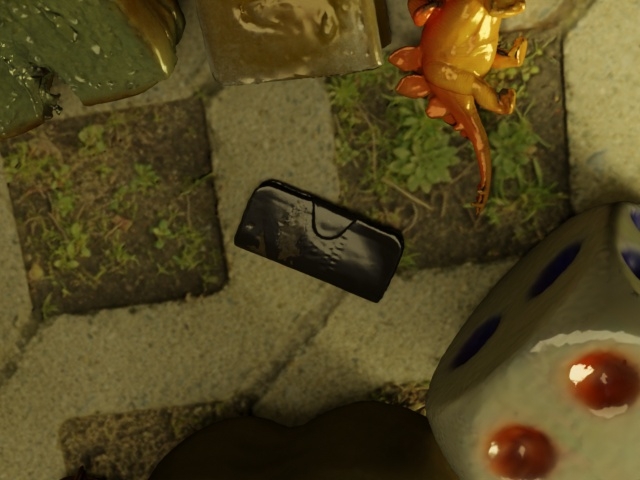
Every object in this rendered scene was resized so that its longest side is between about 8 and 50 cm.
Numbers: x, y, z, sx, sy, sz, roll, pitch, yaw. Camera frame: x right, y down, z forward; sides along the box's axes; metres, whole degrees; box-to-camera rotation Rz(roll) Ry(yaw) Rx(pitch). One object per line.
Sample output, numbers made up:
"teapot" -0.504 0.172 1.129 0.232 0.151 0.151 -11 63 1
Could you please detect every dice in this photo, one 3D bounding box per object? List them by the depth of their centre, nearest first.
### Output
"dice" 0.270 0.133 1.659 0.259 0.243 0.251 39 116 -9

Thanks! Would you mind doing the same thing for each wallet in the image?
"wallet" 0.000 0.000 1.756 0.156 0.018 0.082 23 119 -3

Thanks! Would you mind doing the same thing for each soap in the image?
"soap" -0.038 -0.269 1.584 0.160 0.080 0.257 -6 117 12

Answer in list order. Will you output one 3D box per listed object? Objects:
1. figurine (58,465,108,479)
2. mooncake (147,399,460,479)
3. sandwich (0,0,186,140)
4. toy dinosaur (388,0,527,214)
"figurine" -0.259 0.298 1.933 0.098 0.082 0.154 20 121 21
"mooncake" -0.008 0.385 1.829 0.467 0.262 0.467 5 119 9
"sandwich" -0.277 -0.209 1.615 0.273 0.095 0.249 -16 127 27
"toy dinosaur" 0.120 -0.163 1.623 0.117 0.070 0.288 12 118 9
